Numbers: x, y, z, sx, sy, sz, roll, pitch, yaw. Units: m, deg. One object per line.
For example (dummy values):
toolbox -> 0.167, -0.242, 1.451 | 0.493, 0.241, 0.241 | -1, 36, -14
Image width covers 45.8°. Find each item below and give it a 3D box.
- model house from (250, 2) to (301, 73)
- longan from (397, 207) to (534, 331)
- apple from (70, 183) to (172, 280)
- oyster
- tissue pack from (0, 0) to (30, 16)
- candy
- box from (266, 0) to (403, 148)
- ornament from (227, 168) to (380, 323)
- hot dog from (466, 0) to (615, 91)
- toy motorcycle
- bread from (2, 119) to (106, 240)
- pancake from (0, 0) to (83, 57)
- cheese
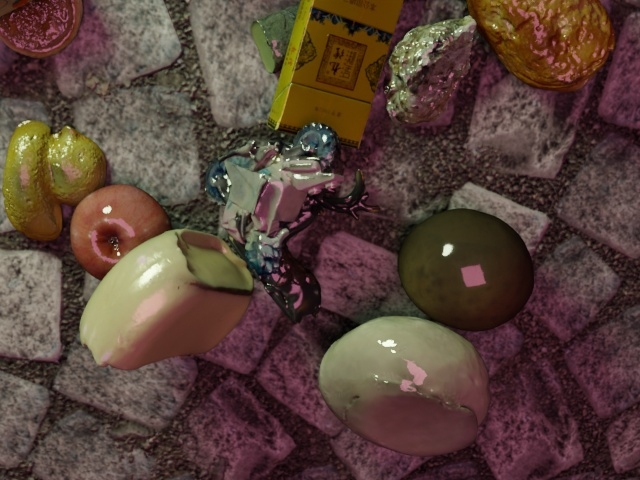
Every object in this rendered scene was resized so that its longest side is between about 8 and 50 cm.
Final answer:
model house -> -0.050, -0.300, 1.123 | 0.083, 0.066, 0.079 | -26, 98, -16
longan -> 0.232, 0.046, 1.185 | 0.220, 0.196, 0.197 | 24, 103, -15
apple -> -0.303, -0.008, 1.145 | 0.153, 0.120, 0.154 | -2, 107, -5
oyster -> 0.163, -0.258, 1.149 | 0.124, 0.064, 0.177 | 5, 118, -13
tissue pack -> -0.456, -0.378, 1.015 | 0.196, 0.092, 0.148 | -26, 88, 3
candy -> 0.135, 0.226, 1.220 | 0.295, 0.185, 0.296 | 9, 138, 8
box -> 0.028, -0.284, 1.112 | 0.153, 0.041, 0.279 | 7, 107, -35
ornament -> 0.000, 0.000, 1.202 | 0.236, 0.080, 0.202 | -37, 103, 5
hot dog -> 0.321, -0.344, 1.118 | 0.175, 0.114, 0.259 | -34, 108, 0
toy motorcycle -> -0.064, -0.048, 1.103 | 0.108, 0.239, 0.204 | 1, 76, -41
bread -> -0.405, -0.082, 1.144 | 0.149, 0.065, 0.188 | 9, 104, -14
pancake -> -0.410, -0.333, 1.085 | 0.139, 0.022, 0.140 | -2, 106, -6
cheese -> -0.224, 0.100, 1.123 | 0.233, 0.266, 0.127 | -48, 67, 15
